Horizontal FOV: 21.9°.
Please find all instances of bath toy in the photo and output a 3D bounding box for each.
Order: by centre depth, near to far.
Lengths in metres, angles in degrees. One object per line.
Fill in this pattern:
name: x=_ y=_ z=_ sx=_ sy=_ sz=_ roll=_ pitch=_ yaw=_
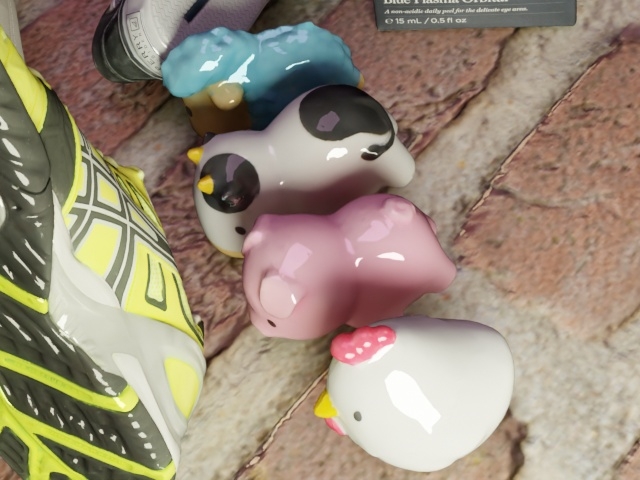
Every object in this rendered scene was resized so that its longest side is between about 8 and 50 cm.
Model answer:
bath toy: x=0.000 y=0.000 z=1.072 sx=0.151 sy=0.129 sz=0.348 roll=-42 pitch=48 yaw=18

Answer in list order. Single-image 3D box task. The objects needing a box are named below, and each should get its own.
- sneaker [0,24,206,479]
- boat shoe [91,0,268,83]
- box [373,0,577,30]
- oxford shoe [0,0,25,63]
sneaker: x=-0.176 y=-0.015 z=0.958 sx=0.145 sy=0.384 sz=0.147 roll=-2 pitch=40 yaw=21
boat shoe: x=-0.064 y=-0.242 z=1.277 sx=0.119 sy=0.121 sz=0.335 roll=-6 pitch=33 yaw=48
box: x=0.113 y=-0.243 z=1.232 sx=0.156 sy=0.158 sz=0.093 roll=-1 pitch=51 yaw=8
oxford shoe: x=-0.305 y=-0.265 z=1.254 sx=0.130 sy=0.169 sz=0.449 roll=3 pitch=70 yaw=-39
